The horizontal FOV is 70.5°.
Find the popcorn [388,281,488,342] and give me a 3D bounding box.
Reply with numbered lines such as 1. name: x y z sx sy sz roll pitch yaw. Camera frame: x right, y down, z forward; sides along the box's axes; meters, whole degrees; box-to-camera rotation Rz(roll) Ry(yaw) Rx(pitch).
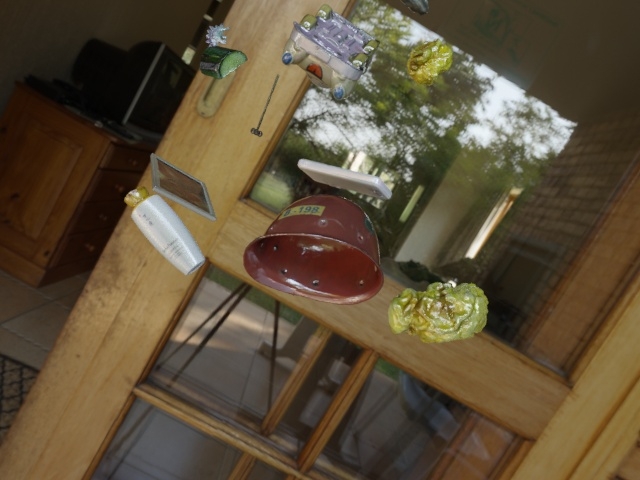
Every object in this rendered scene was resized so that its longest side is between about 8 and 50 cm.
1. popcorn: 0.357 0.206 1.302 0.286 0.173 0.225 -3 -5 -24

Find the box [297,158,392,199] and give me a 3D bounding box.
1. box: 0.073 -0.187 1.390 0.285 0.044 0.142 19 -4 28

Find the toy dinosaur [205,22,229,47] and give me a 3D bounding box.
1. toy dinosaur: -0.412 -0.791 1.790 0.082 0.208 0.039 9 -28 -12

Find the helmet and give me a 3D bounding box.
1. helmet: 0.000 0.000 1.244 0.385 0.230 0.337 -6 -38 31

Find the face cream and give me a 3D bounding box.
1. face cream: -0.287 -0.019 0.835 0.182 0.072 0.051 50 13 3

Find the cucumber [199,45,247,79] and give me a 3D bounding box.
1. cucumber: -0.311 -0.567 1.421 0.115 0.116 0.062 27 -26 35

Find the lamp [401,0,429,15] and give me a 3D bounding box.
1. lamp: 0.311 -0.884 1.586 0.250 0.101 0.101 32 3 -41

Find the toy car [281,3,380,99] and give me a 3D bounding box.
1. toy car: 0.025 -0.570 1.436 0.242 0.226 0.336 33 42 -5

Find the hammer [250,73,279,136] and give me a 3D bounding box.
1. hammer: -0.245 -0.621 2.081 0.029 0.292 0.058 30 11 36

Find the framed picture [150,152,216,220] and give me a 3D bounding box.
1. framed picture: -0.449 -0.175 1.470 0.211 0.020 0.289 31 14 -33

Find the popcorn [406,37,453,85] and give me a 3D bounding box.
1. popcorn: 0.440 -0.736 1.860 0.156 0.197 0.197 40 3 -18
